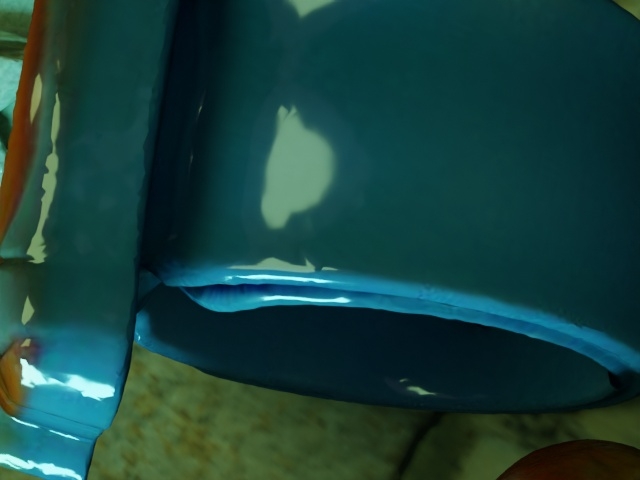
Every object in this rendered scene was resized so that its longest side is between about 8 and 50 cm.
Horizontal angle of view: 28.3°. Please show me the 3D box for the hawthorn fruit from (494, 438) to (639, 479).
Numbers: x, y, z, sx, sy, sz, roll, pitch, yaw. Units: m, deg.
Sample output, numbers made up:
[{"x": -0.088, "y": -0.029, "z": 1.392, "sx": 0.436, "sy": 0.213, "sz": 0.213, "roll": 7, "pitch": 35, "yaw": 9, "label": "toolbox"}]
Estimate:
[{"x": 0.101, "y": 0.139, "z": 0.485, "sx": 0.125, "sy": 0.140, "sz": 0.125, "roll": 26, "pitch": 122, "yaw": 52, "label": "hawthorn fruit"}]

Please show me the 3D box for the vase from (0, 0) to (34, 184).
[{"x": -0.150, "y": -0.174, "z": 0.684, "sx": 0.445, "sy": 0.250, "sz": 0.250, "roll": -57, "pitch": 43, "yaw": 35, "label": "vase"}]

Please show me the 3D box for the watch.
[{"x": 0.000, "y": 0.000, "z": 0.559, "sx": 0.305, "sy": 0.275, "sz": 0.241, "roll": 125, "pitch": 153, "yaw": -75, "label": "watch"}]
